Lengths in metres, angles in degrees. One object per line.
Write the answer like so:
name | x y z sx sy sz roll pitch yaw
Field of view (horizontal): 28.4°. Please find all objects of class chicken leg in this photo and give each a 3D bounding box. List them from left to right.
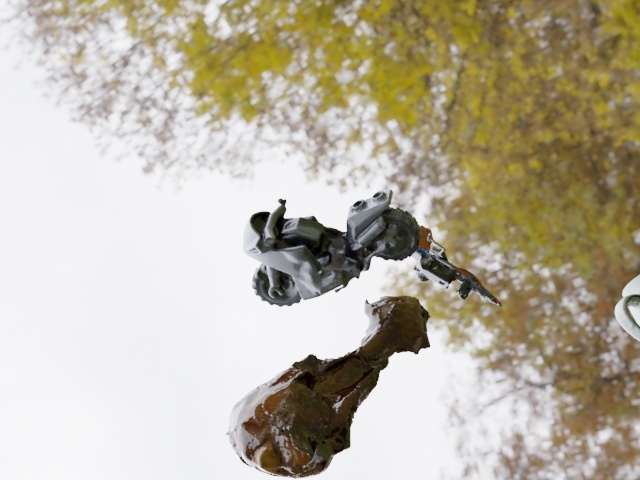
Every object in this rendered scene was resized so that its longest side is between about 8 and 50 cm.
chicken leg | 0.023 0.150 1.313 0.113 0.093 0.304 32 -137 23

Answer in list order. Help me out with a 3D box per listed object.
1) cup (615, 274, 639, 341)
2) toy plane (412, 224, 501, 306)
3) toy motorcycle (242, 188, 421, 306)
cup | 0.718 0.172 2.564 0.258 0.186 0.234 -6 -119 -29
toy plane | 0.192 0.051 1.932 0.188 0.135 0.062 44 -109 9
toy motorcycle | 0.000 0.000 1.768 0.159 0.270 0.106 52 -151 -24
